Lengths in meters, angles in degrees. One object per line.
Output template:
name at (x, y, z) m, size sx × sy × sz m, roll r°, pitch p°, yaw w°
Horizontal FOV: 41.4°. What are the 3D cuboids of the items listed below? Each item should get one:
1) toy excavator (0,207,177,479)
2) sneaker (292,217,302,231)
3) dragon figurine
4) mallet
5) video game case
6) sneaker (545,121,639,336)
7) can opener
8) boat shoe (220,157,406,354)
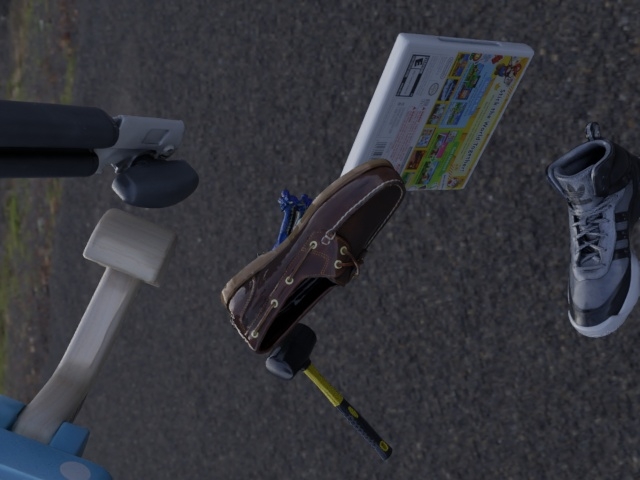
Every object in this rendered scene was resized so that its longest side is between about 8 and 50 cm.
toy excavator at (-0.284, 0.211, 0.811) m, size 0.445 × 0.222 × 0.432 m, roll -90°, pitch 23°, yaw -73°
sneaker at (0.000, 0.000, 0.863) m, size 0.098 × 0.038 × 0.069 m, roll -31°, pitch 27°, yaw 36°
dragon figurine at (-0.051, 0.037, 1.574) m, size 0.144 × 0.085 × 0.289 m, roll 123°, pitch 150°, yaw -42°
mallet at (0.011, 0.181, 0.941) m, size 0.039 × 0.062 × 0.189 m, roll -28°, pitch 101°, yaw 46°
video game case at (0.147, -0.158, 1.096) m, size 0.026 × 0.206 × 0.227 m, roll 58°, pitch 139°, yaw 39°
sneaker at (0.346, -0.020, 1.091) m, size 0.101 × 0.153 × 0.268 m, roll -5°, pitch 58°, yaw 46°
can opener at (-0.216, -0.078, 0.810) m, size 0.095 × 0.283 × 0.076 m, roll 47°, pitch 114°, yaw 16°
boat shoe at (0.003, 0.018, 0.761) m, size 0.207 × 0.073 × 0.073 m, roll -45°, pitch 51°, yaw 12°
